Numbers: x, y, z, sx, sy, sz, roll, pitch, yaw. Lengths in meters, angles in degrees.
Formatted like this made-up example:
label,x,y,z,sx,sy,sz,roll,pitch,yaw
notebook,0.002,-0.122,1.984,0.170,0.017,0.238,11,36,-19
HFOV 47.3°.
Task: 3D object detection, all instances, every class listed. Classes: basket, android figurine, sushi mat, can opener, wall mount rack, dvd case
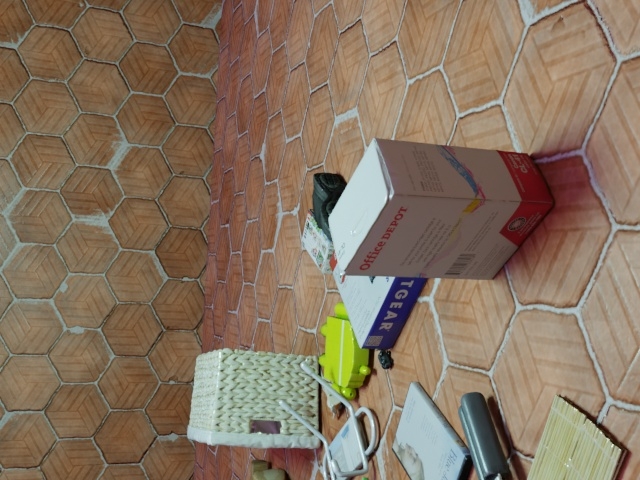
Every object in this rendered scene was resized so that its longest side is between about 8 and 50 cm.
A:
label,x,y,z,sx,sy,sz,roll,pitch,yaw
basket,-0.197,0.470,2.152,0.331,0.328,0.266,149,127,-65
android figurine,0.064,0.283,1.872,0.273,0.056,0.248,173,101,-69
sushi mat,0.366,0.407,1.124,0.151,0.019,0.316,-129,48,-62
can opener,0.276,0.390,1.242,0.074,0.093,0.280,93,175,-47
wall mount rack,0.011,0.492,1.857,0.350,0.130,0.304,117,146,-45
dvd case,0.221,0.433,1.489,0.253,0.022,0.180,-128,46,-60

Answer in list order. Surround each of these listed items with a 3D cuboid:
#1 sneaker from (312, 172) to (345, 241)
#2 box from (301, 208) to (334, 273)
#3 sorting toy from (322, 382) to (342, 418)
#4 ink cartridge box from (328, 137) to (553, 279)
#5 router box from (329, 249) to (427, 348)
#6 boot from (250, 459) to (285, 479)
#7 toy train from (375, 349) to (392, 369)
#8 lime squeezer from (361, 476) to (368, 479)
label,x,y,z,sx,sy,sz,roll,pitch,yaw
sneaker,0.035,-0.068,1.976,0.286,0.109,0.130,-100,17,-54
box,0.000,0.000,2.115,0.207,0.036,0.114,-125,44,-58
sorting toy,0.034,0.433,1.948,0.083,0.045,0.075,-116,29,-51
ink cartridge box,0.198,-0.045,1.245,0.226,0.306,0.131,119,147,-47
router box,0.140,0.029,1.688,0.301,0.082,0.335,-110,32,-47
boot,-0.170,0.835,2.335,0.295,0.104,0.211,166,101,-73
toy train,0.137,0.240,1.738,0.036,0.027,0.158,99,160,-43
lime squeezer,0.065,0.729,1.789,0.110,0.059,0.310,-118,37,-53
